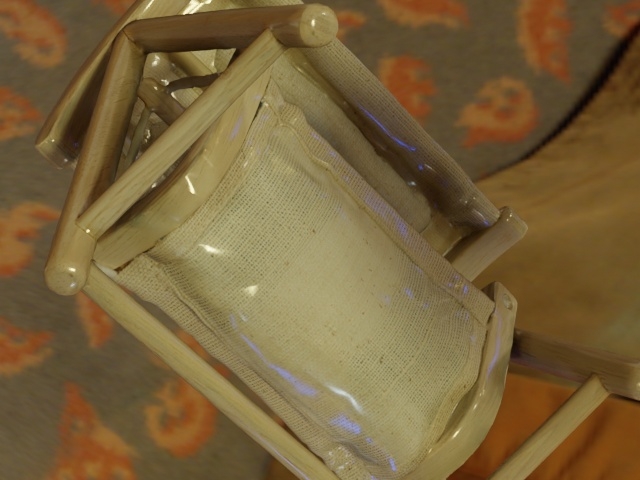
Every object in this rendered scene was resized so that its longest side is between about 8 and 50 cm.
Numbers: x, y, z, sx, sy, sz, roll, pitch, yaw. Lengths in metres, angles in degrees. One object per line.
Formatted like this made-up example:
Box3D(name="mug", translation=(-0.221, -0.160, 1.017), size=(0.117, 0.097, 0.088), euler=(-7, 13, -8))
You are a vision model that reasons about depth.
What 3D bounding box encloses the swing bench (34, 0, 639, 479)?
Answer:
Box3D(name="swing bench", translation=(0.000, 0.000, 0.906), size=(0.165, 0.255, 0.253), euler=(-44, 111, 5))
